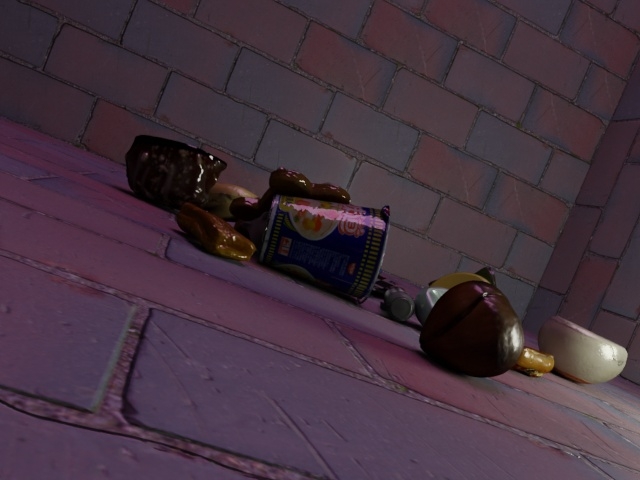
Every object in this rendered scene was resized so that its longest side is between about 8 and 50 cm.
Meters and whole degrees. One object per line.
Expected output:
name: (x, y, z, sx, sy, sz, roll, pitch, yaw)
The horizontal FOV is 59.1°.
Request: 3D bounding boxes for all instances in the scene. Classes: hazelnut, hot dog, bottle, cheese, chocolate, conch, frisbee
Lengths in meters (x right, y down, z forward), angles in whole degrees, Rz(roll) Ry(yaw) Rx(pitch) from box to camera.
hazelnut: (0.295, 0.185, 1.134, 0.208, 0.208, 0.208, 23, 2, -1)
hot dog: (0.558, 0.329, 1.530, 0.104, 0.076, 0.250, -1, -18, 40)
bottle: (0.214, 0.176, 1.595, 0.096, 0.079, 0.253, 2, 1, 4)
cheese: (-0.349, -0.139, 2.113, 0.259, 0.128, 0.316, 8, -4, -40)
chocolate: (-0.514, -0.215, 1.938, 0.340, 0.210, 0.225, 14, -8, 9)
conch: (0.341, 0.207, 1.571, 0.221, 0.121, 0.185, 15, 16, -46)
frisbee: (0.431, 0.189, 1.768, 0.236, 0.236, 0.017, 25, -29, 43)

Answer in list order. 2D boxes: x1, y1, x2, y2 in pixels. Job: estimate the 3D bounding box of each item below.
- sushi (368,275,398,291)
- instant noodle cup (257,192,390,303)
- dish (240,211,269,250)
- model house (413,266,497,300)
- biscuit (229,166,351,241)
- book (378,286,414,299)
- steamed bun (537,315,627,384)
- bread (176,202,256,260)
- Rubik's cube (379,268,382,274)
sushi: (0.094, 0.065, 1.924, 0.296, 0.100, 0.373, 24, 12, 28)
instant noodle cup: (0.000, 0.000, 1.536, 0.312, 0.284, 0.284, 14, 3, -5)
dish: (-0.123, 0.003, 1.698, 0.236, 0.086, 0.228, 1, -26, 7)
model house: (0.418, 0.206, 1.867, 0.278, 0.205, 0.218, -1, -18, -10)
biscuit: (-0.128, -0.091, 1.695, 0.283, 0.064, 0.432, 17, -30, -27)
book: (0.245, 0.178, 2.095, 0.322, 0.018, 0.228, 27, 6, -27)
steamed bun: (0.862, 0.381, 1.894, 0.283, 0.177, 0.283, 25, 4, -2)
bread: (-0.263, -0.017, 1.406, 0.139, 0.077, 0.271, 26, 1, -37)
Rubik's cube: (0.224, 0.133, 2.544, 0.111, 0.111, 0.093, 23, 30, 4)
